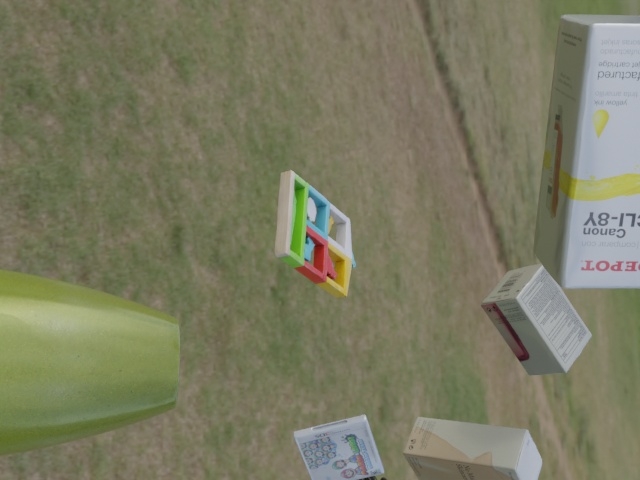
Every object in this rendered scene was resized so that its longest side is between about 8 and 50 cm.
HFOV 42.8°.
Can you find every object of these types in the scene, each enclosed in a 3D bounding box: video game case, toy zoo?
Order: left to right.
[{"bbox_3d":[0.000,0.000,1.749,0.293,0.030,0.192,38,47,-49],"label":"toy zoo"},{"bbox_3d":[0.037,0.410,1.577,0.019,0.143,0.157,-97,171,-57],"label":"video game case"}]

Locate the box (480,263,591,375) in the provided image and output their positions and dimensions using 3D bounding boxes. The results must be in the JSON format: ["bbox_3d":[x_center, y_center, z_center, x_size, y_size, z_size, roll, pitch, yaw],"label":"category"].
[{"bbox_3d":[0.528,0.195,2.001,0.148,0.127,0.232,-42,103,-34],"label":"box"}]

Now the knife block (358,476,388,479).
[{"bbox_3d":[0.161,0.640,1.975,0.088,0.276,0.242,26,48,-18],"label":"knife block"}]

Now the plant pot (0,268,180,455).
[{"bbox_3d":[-0.358,0.178,1.190,0.275,0.293,0.275,-177,-90,-75],"label":"plant pot"}]

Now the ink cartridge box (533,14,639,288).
[{"bbox_3d":[0.487,-0.128,1.203,0.160,0.279,0.385,-90,180,-70],"label":"ink cartridge box"}]

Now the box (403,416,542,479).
[{"bbox_3d":[0.388,0.552,2.084,0.148,0.311,0.121,59,45,-33],"label":"box"}]
